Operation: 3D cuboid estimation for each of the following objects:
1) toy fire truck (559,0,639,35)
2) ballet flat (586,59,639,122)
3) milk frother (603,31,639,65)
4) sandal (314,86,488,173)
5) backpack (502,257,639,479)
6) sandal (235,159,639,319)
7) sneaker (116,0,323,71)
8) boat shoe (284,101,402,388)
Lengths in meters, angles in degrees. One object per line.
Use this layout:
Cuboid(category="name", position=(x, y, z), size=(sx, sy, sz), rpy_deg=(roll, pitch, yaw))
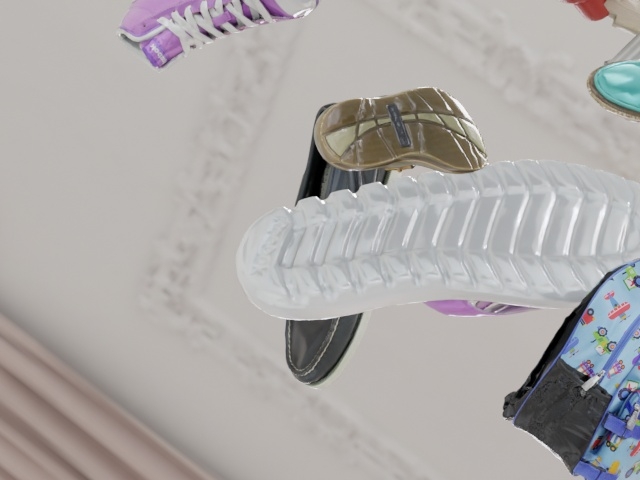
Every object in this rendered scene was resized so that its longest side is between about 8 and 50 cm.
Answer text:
Cuboid(category="toy fire truck", position=(0.385, -0.362, 2.046), size=(0.217, 0.158, 0.246), rpy_deg=(-55, -47, -6))
Cuboid(category="ballet flat", position=(0.359, -0.144, 1.655), size=(0.067, 0.206, 0.073), rpy_deg=(123, 144, -65))
Cuboid(category="milk frother", position=(0.390, -0.208, 1.808), size=(0.135, 0.129, 0.143), rpy_deg=(-45, -34, 18))
Cuboid(category="sandal", position=(0.059, -0.079, 1.280), size=(0.180, 0.072, 0.049), rpy_deg=(-6, -15, -41))
Cuboid(category="backpack", position=(0.256, 0.101, 1.326), size=(0.158, 0.117, 0.173), rpy_deg=(-3, -53, -52))
Cuboid(category="sandal", position=(0.133, 0.015, 1.498), size=(0.102, 0.416, 0.169), rpy_deg=(83, -172, -49))
Cuboid(category="sneaker", position=(-0.126, -0.260, 1.927), size=(0.102, 0.282, 0.161), rpy_deg=(54, -124, -33))
Cuboid(category="boat shoe", position=(0.003, 0.001, 1.869), size=(0.113, 0.127, 0.340), rpy_deg=(12, -81, -41))
